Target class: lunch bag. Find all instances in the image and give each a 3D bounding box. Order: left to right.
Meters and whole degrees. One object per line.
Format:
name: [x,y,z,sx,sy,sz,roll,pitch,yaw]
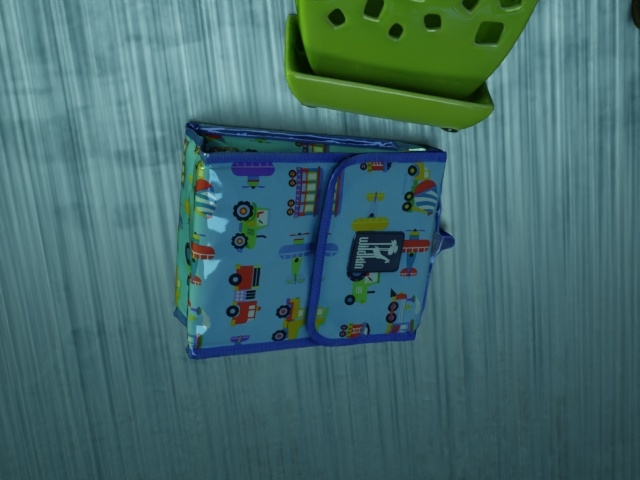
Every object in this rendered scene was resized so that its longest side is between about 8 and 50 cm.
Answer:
lunch bag: [0.000,0.000,1.203,0.293,0.138,0.220,1,108,-15]

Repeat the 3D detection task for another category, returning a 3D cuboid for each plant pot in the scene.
plant pot: [0.075,-0.235,1.060,0.227,0.228,0.207,9,116,-6]

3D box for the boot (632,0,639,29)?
boot: [0.476,-0.284,1.128,0.220,0.109,0.283,21,123,-31]
